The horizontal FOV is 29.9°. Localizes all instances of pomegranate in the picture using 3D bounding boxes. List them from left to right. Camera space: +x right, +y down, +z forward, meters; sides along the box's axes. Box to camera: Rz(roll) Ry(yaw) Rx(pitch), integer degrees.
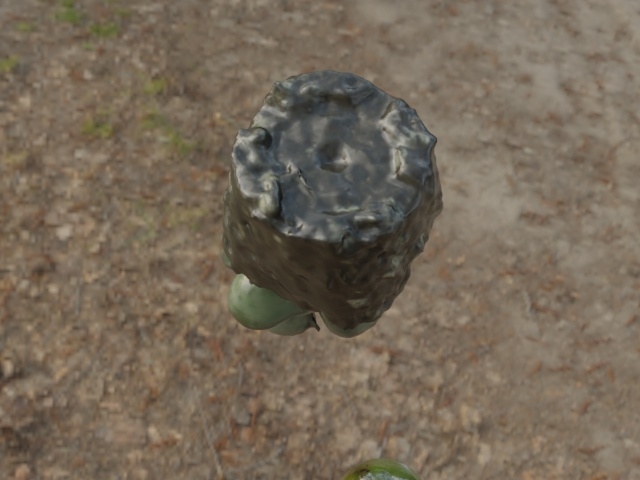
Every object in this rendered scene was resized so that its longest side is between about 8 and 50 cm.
[{"bbox_3d":[0.072,0.259,1.090,0.142,0.114,0.114,12,34,-15],"label":"pomegranate"}]

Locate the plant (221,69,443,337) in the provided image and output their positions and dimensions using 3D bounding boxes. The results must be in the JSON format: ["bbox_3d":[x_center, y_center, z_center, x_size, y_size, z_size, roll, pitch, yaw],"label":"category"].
[{"bbox_3d":[0.002,0.001,0.865,0.146,0.274,0.149,44,69,11],"label":"plant"}]
